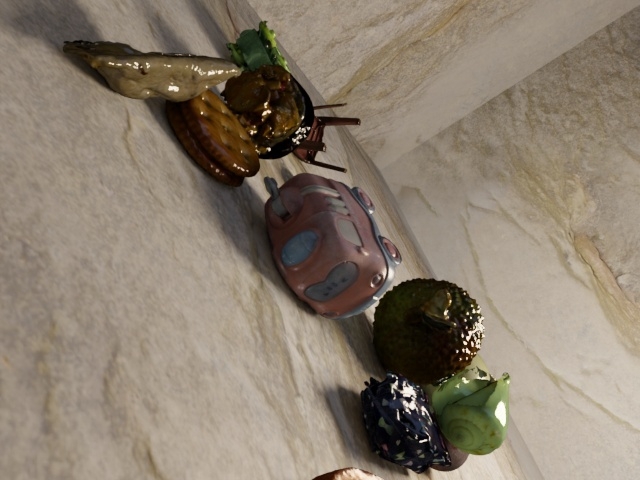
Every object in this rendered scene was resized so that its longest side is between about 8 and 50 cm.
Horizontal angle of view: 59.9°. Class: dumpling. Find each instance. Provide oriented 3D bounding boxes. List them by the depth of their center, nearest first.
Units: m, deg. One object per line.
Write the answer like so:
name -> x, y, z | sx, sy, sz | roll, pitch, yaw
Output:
dumpling -> -0.280, -0.267, 0.883 | 0.332, 0.166, 0.086 | -19, 120, -60

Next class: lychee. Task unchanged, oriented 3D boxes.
lychee -> 0.251, 0.214, 1.315 | 0.320, 0.270, 0.270 | 51, 15, -40

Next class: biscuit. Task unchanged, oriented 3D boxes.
biscuit -> -0.201, -0.201, 1.055 | 0.220, 0.066, 0.220 | 52, 15, -20

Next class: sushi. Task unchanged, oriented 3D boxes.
sushi -> -0.132, -0.299, 1.286 | 0.200, 0.213, 0.204 | 37, -3, 8

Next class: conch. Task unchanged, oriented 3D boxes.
conch -> 0.313, 0.331, 1.151 | 0.137, 0.143, 0.250 | 65, 26, -21

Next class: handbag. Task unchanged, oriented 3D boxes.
handbag -> 0.159, 0.341, 1.043 | 0.260, 0.113, 0.162 | 43, 27, -50

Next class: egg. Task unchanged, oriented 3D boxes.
egg -> 0.367, 0.379, 1.517 | 0.186, 0.186, 0.253 | 56, 14, -10

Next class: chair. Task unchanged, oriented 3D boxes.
chair -> -0.058, -0.352, 1.780 | 0.326, 0.183, 0.175 | 13, -14, 34

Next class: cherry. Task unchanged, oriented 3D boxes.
cherry -> 0.268, 0.405, 1.198 | 0.148, 0.188, 0.115 | 5, 8, -28

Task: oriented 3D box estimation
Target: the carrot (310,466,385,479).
carrot -> 0.085, 0.409, 0.677 | 0.307, 0.100, 0.258 | 51, 12, -18

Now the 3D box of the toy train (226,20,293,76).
toy train -> -0.167, -0.518, 1.672 | 0.272, 0.159, 0.188 | 65, 9, 28

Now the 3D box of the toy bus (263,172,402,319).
toy bus -> 0.000, 0.000, 1.095 | 0.232, 0.197, 0.294 | 25, 35, -49
